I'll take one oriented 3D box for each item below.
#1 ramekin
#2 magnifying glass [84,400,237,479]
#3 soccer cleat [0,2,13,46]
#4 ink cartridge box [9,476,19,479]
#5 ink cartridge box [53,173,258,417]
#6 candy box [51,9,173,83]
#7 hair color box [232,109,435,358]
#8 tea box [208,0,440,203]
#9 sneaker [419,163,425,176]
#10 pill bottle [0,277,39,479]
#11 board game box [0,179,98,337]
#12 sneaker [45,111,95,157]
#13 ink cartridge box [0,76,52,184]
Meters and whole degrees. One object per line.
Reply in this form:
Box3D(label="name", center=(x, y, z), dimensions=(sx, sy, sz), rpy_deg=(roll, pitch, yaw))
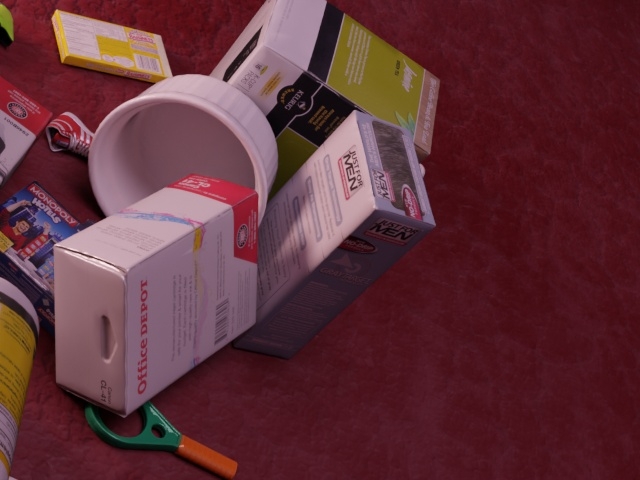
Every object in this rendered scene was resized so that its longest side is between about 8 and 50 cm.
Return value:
Box3D(label="ramekin", center=(-0.197, -0.116, 1.870), dimensions=(0.277, 0.277, 0.135), rpy_deg=(39, 32, -7))
Box3D(label="magnifying glass", center=(-0.217, 0.269, 1.696), dimensions=(0.231, 0.026, 0.092), rpy_deg=(29, 40, -16))
Box3D(label="soccer cleat", center=(-0.556, -0.339, 1.919), dimensions=(0.179, 0.060, 0.072), rpy_deg=(-3, 70, -44))
Box3D(label="ink cartridge box", center=(-0.337, 0.398, 1.417), dimensions=(0.148, 0.086, 0.203), rpy_deg=(29, 40, -20))
Box3D(label="ink cartridge box", center=(-0.219, 0.065, 1.700), dimensions=(0.131, 0.226, 0.306), rpy_deg=(19, 29, 27))
Box3D(label="candy box", center=(-0.354, -0.327, 2.112), dimensions=(0.206, 0.027, 0.105), rpy_deg=(8, 48, -38))
Box3D(label="hair color box", center=(0.000, 0.000, 1.849), dimensions=(0.114, 0.374, 0.185), rpy_deg=(16, 47, -32))
Box3D(label="tea box", center=(-0.031, -0.188, 2.031), dimensions=(0.323, 0.329, 0.220), rpy_deg=(33, 39, -16))
Box3D(label="sneaker", center=(0.131, -0.148, 2.352), dimensions=(0.115, 0.090, 0.232), rpy_deg=(24, 33, -15))
Box3D(label="pill bottle", center=(-0.440, 0.208, 1.415), dimensions=(0.188, 0.188, 0.334), rpy_deg=(25, 42, -23))
Box3D(label="board game box", center=(-0.374, 0.016, 1.754), dimensions=(0.194, 0.060, 0.194), rpy_deg=(44, 37, -1))
Box3D(label="sneaker", center=(-0.374, -0.147, 1.917), dimensions=(0.118, 0.042, 0.067), rpy_deg=(39, 34, 5))
Box3D(label="ink cartridge box", center=(-0.525, -0.128, 1.704), dimensions=(0.197, 0.114, 0.273), rpy_deg=(36, 40, -12))
